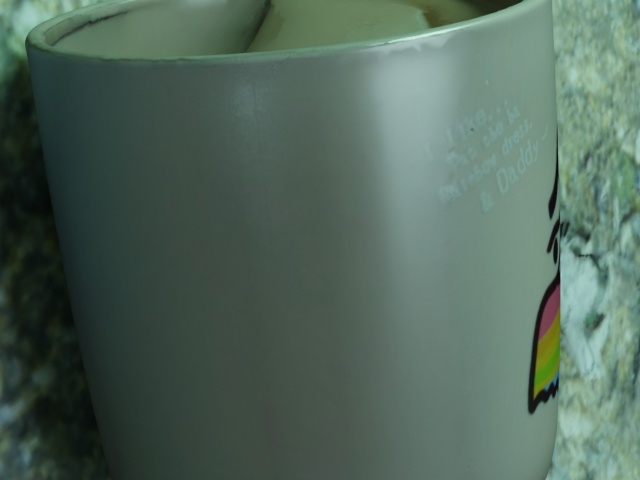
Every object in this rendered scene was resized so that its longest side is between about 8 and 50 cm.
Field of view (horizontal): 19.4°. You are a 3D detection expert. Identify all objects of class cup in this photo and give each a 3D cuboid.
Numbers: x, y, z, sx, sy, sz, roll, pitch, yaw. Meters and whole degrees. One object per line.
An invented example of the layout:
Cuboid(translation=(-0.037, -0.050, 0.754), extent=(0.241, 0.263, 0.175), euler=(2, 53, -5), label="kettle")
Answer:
Cuboid(translation=(0.000, 0.000, 0.739), extent=(0.253, 0.192, 0.200), euler=(-75, 160, -72), label="cup")
